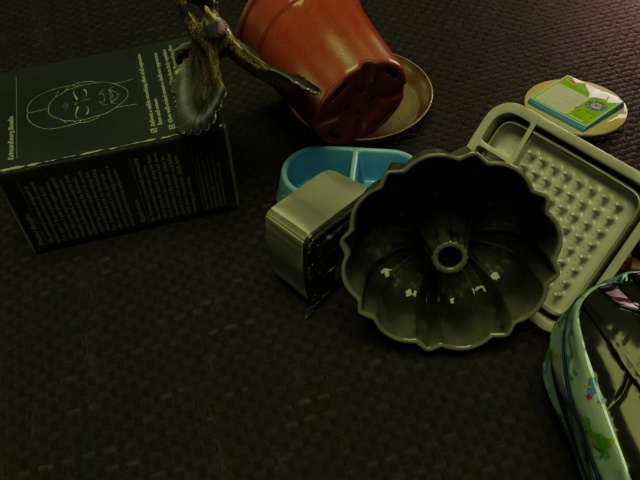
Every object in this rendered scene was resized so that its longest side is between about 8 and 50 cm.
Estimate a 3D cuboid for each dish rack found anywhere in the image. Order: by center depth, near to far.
[{"bbox_3d":[0.358,-0.039,1.198,0.072,0.286,0.333,10,25,-50],"label":"dish rack"}]

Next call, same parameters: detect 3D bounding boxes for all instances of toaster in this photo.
[{"bbox_3d":[0.000,0.000,1.215,0.110,0.168,0.185,33,57,31],"label":"toaster"}]

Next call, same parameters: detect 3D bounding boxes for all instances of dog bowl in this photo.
[{"bbox_3d":[0.061,-0.104,1.362,0.297,0.074,0.166,4,49,6],"label":"dog bowl"}]

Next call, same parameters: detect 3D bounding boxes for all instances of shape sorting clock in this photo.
[{"bbox_3d":[0.529,-0.276,1.506,0.206,0.040,0.206,-3,46,3],"label":"shape sorting clock"}]

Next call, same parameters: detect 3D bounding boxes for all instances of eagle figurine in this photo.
[{"bbox_3d":[-0.166,-0.319,1.240,0.226,0.225,0.298,-31,80,27],"label":"eagle figurine"}]

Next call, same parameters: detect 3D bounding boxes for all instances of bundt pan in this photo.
[{"bbox_3d":[0.193,0.002,1.122,0.330,0.331,0.124,-1,24,3],"label":"bundt pan"}]

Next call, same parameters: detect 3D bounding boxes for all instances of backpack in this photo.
[{"bbox_3d":[0.446,0.218,0.963,0.290,0.273,0.356,-15,74,-9],"label":"backpack"}]

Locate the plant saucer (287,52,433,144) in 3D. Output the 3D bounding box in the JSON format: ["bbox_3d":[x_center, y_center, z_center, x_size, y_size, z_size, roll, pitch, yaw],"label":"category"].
[{"bbox_3d":[0.082,-0.302,1.548,0.310,0.050,0.311,-1,49,1],"label":"plant saucer"}]

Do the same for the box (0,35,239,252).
[{"bbox_3d":[-0.382,-0.188,1.368,0.395,0.212,0.294,-13,50,-9],"label":"box"}]

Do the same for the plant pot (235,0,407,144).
[{"bbox_3d":[0.014,-0.345,1.404,0.272,0.272,0.265,-24,60,-17],"label":"plant pot"}]

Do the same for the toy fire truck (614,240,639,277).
[{"bbox_3d":[0.474,-0.036,1.244,0.246,0.159,0.217,7,49,24],"label":"toy fire truck"}]
